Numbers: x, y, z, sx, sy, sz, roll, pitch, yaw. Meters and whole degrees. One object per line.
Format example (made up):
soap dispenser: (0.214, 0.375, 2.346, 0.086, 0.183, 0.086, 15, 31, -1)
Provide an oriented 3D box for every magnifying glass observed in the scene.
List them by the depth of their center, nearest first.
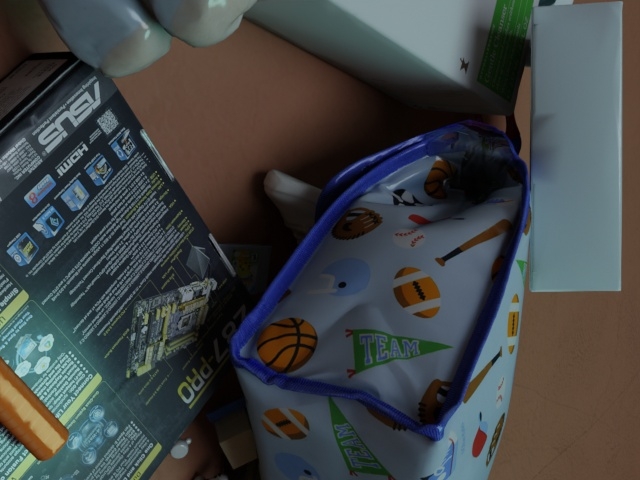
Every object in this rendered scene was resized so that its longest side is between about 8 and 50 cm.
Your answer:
magnifying glass: (-0.240, 0.063, 0.545, 0.092, 0.026, 0.231, -50, 127, -30)

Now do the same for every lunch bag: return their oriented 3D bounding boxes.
lunch bag: (0.087, 0.105, 0.857, 0.385, 0.239, 0.327, -55, 154, -38)

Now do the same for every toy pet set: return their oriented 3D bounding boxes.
toy pet set: (-0.121, 0.200, 0.852, 0.114, 0.065, 0.122, -24, 119, -5)

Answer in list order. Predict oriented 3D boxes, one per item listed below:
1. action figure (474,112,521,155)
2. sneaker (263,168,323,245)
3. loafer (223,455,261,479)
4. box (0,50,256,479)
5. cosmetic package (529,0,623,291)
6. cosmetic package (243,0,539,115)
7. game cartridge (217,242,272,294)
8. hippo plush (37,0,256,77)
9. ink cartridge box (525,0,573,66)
action figure: (0.243, -0.049, 1.185, 0.139, 0.092, 0.280, -49, 131, -40)
sneaker: (0.000, 0.000, 0.926, 0.212, 0.080, 0.094, 36, 85, -48)
loafer: (-0.081, 0.288, 0.903, 0.050, 0.056, 0.147, 14, 88, -44)
box: (-0.240, 0.098, 0.641, 0.395, 0.097, 0.318, -54, 132, -28)
cosmetic package: (0.294, -0.096, 0.994, 0.377, 0.098, 0.284, -10, 98, -75)
cosmetic package: (0.080, -0.275, 0.888, 0.366, 0.155, 0.196, 13, 90, -52)
game cartridge: (-0.084, 0.031, 0.872, 0.083, 0.017, 0.055, 2, 101, -50)
hippo plush: (-0.139, -0.270, 0.603, 0.236, 0.294, 0.234, -71, 149, -48)
ink cartridge box: (0.285, -0.413, 1.175, 0.275, 0.060, 0.238, 32, 76, -49)
